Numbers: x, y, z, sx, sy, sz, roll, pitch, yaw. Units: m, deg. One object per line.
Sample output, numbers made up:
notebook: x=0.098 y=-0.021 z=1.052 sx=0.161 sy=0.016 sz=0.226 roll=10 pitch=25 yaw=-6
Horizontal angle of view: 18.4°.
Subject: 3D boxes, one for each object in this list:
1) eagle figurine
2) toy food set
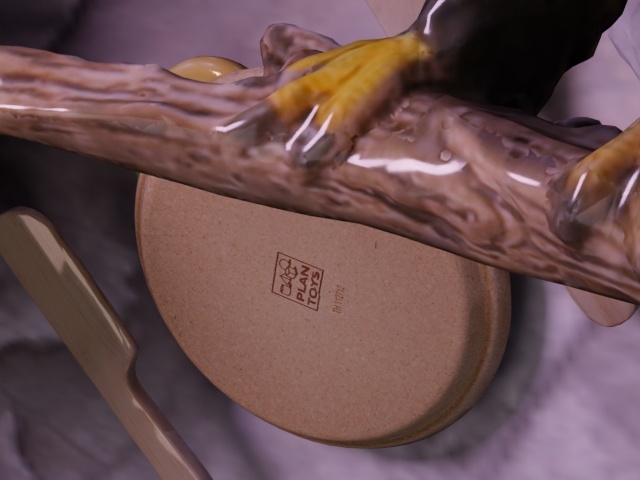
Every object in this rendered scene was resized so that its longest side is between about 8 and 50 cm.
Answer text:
eagle figurine: x=0.074 y=-0.132 z=0.322 sx=0.226 sy=0.225 sz=0.298 roll=15 pitch=94 yaw=-13
toy food set: x=0.000 y=0.000 z=0.581 sx=0.192 sy=0.038 sz=0.132 roll=-27 pitch=99 yaw=38
